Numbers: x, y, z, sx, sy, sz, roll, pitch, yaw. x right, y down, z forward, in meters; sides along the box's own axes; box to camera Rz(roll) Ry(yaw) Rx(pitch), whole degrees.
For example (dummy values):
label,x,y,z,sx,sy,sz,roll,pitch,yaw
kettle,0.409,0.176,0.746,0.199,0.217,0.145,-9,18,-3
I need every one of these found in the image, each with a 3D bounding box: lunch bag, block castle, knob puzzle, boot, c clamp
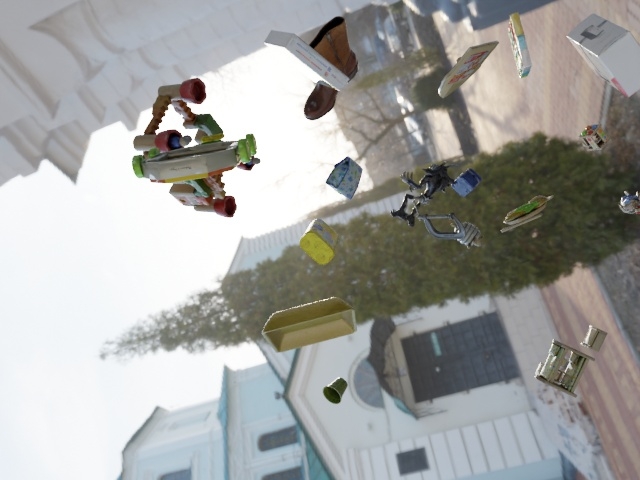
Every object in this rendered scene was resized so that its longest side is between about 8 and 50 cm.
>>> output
label,x,y,z,sx,sy,sz,roll,pitch,yaw
lunch bag,0.110,-0.275,2.394,0.096,0.151,0.129,34,-178,37
block castle,-0.402,-0.303,1.924,0.453,0.213,0.302,56,-135,-53
knob puzzle,0.394,-0.479,1.560,0.030,0.213,0.213,50,-171,11
boot,0.013,-0.528,1.753,0.096,0.264,0.280,48,-177,16
lunch bag,0.514,-0.207,1.945,0.067,0.065,0.098,46,157,2
c clamp,0.361,-0.056,1.683,0.022,0.161,0.137,-43,-58,-31

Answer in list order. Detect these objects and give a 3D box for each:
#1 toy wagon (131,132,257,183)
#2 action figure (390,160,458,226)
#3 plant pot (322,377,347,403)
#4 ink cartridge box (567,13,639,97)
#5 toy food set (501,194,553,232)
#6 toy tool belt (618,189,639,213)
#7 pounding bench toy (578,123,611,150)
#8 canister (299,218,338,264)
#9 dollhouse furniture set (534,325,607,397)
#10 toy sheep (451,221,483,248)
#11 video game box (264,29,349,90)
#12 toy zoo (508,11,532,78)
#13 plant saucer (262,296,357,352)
label,x,y,z,sx,sy,sz,roll,pitch,yaw
toy wagon,-0.291,-0.210,1.368,0.344,0.267,0.068,-84,-14,-73
action figure,0.352,-0.186,1.923,0.164,0.275,0.141,13,-144,-36
plant pot,0.063,0.566,2.120,0.079,0.083,0.083,-38,-69,-48
ink cartridge box,0.764,-0.491,1.463,0.159,0.092,0.217,40,-153,-22
toy food set,0.557,-0.087,1.512,0.192,0.132,0.038,-33,-86,-54
toy tool belt,0.717,-0.089,1.276,0.083,0.052,0.051,-37,-64,-79
pounding bench toy,0.815,-0.313,1.681,0.065,0.052,0.083,43,170,-17
canister,0.000,0.000,1.930,0.126,0.073,0.170,43,-159,-7
dollhouse furniture set,0.627,0.287,1.458,0.161,0.101,0.181,-117,52,-88
toy sheep,0.532,-0.024,2.023,0.132,0.091,0.091,38,-170,7
video game box,-0.040,-0.473,1.458,0.187,0.048,0.205,28,-171,-29
toy zoo,0.721,-0.704,2.013,0.293,0.030,0.192,-21,-84,-72
plant saucer,-0.037,0.308,2.072,0.332,0.333,0.080,77,178,-67
